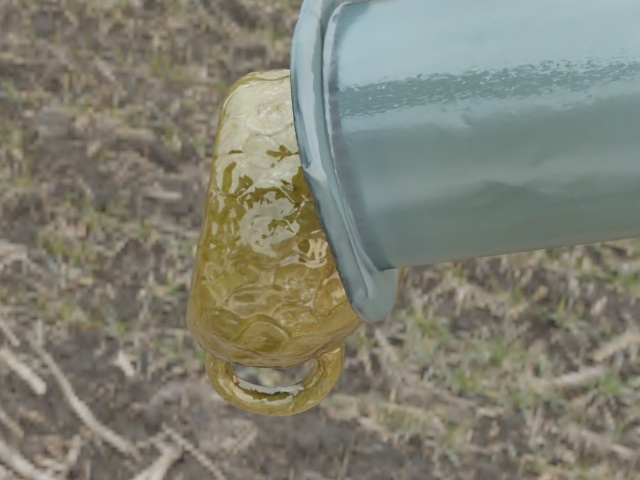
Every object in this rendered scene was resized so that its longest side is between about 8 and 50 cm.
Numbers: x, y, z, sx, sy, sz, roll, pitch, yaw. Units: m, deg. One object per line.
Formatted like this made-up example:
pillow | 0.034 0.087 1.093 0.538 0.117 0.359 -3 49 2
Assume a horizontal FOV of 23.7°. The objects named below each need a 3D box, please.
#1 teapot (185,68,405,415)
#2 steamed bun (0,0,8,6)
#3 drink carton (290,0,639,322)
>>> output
teapot | 0.000 0.000 1.046 0.167 0.311 0.203 10 30 -5
steamed bun | -0.181 -0.198 0.502 0.324 0.324 0.206 -20 54 -34
drink carton | 0.099 -0.062 0.831 0.189 0.185 0.191 -4 36 14
